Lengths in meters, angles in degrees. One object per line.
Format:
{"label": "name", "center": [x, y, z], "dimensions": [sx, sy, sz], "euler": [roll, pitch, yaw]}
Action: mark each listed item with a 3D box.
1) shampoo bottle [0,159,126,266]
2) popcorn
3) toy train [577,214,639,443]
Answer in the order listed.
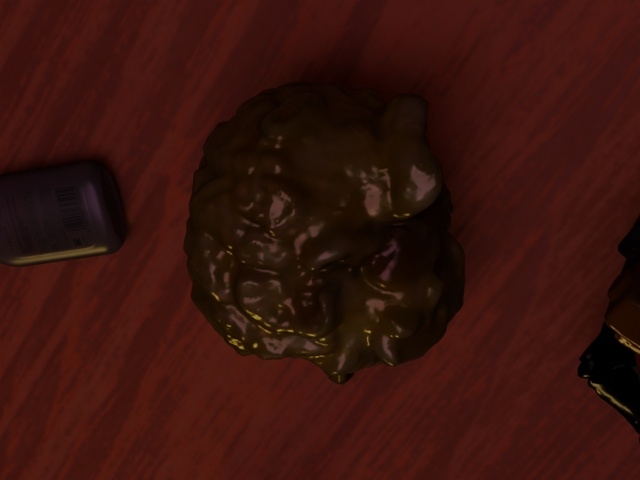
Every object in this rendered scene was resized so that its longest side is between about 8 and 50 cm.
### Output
{"label": "shampoo bottle", "center": [-0.242, -0.017, 1.329], "dimensions": [0.165, 0.040, 0.080], "euler": [-8, 110, 19]}
{"label": "popcorn", "center": [0.010, -0.003, 1.184], "dimensions": [0.217, 0.181, 0.235], "euler": [-18, 108, 21]}
{"label": "toy train", "center": [0.347, 0.127, 1.160], "dimensions": [0.369, 0.163, 0.231], "euler": [35, 125, -1]}
